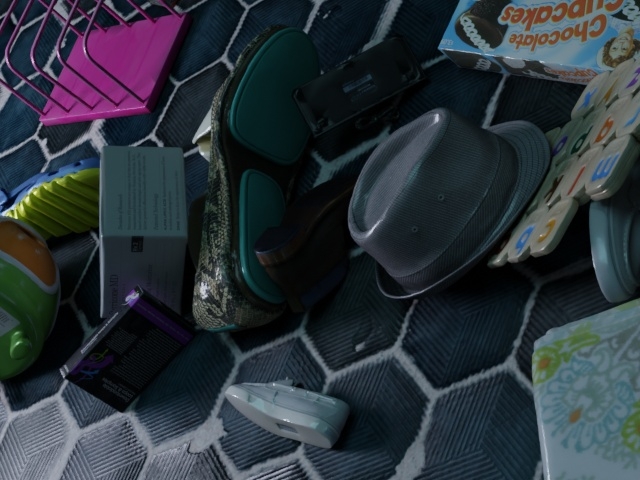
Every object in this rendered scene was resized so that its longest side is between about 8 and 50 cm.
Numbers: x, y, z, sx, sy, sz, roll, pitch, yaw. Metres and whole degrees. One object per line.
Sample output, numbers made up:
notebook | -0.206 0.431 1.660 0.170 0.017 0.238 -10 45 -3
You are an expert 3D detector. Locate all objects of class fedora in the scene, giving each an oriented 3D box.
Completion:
fedora | 0.132 -0.064 1.534 0.275 0.124 0.244 -47 26 18

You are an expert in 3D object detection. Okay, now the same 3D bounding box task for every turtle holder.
turtle holder | -0.530 0.104 1.977 0.227 0.243 0.320 -74 5 -46

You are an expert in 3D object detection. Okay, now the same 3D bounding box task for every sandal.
sandal | -0.455 -0.066 2.094 0.317 0.126 0.138 -24 43 24

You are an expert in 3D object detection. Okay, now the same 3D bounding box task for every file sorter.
file sorter | -0.413 -0.343 2.216 0.290 0.182 0.202 -1 60 40

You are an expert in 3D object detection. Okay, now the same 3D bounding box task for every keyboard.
keyboard | 0.060 -0.203 1.779 0.180 0.023 0.108 -28 79 2

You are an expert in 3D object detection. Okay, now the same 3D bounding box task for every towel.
towel | 0.368 0.202 1.204 0.320 0.090 0.374 -25 46 29

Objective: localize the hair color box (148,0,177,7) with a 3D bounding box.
hair color box | -0.263 -0.492 2.304 0.072 0.043 0.141 21 75 46

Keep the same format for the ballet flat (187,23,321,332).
ballet flat | -0.115 -0.088 1.797 0.182 0.164 0.483 -23 50 40

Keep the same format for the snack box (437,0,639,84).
snack box | 0.317 -0.298 1.630 0.322 0.060 0.187 17 79 46

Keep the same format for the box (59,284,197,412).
box | -0.266 0.152 1.764 0.162 0.116 0.029 -47 39 2

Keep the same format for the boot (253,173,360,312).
boot | 0.000 0.000 1.692 0.082 0.106 0.219 -1 31 43

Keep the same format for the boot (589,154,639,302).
boot | 0.368 -0.046 1.362 0.123 0.095 0.258 -12 41 32

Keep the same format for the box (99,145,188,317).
box | -0.255 -0.012 1.808 0.119 0.181 0.182 0 48 -10

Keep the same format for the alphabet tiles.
alphabet tiles | 0.288 -0.089 1.430 0.278 0.021 0.284 -58 10 -15

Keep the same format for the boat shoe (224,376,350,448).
boat shoe | -0.041 0.202 1.575 0.184 0.066 0.063 7 51 46
